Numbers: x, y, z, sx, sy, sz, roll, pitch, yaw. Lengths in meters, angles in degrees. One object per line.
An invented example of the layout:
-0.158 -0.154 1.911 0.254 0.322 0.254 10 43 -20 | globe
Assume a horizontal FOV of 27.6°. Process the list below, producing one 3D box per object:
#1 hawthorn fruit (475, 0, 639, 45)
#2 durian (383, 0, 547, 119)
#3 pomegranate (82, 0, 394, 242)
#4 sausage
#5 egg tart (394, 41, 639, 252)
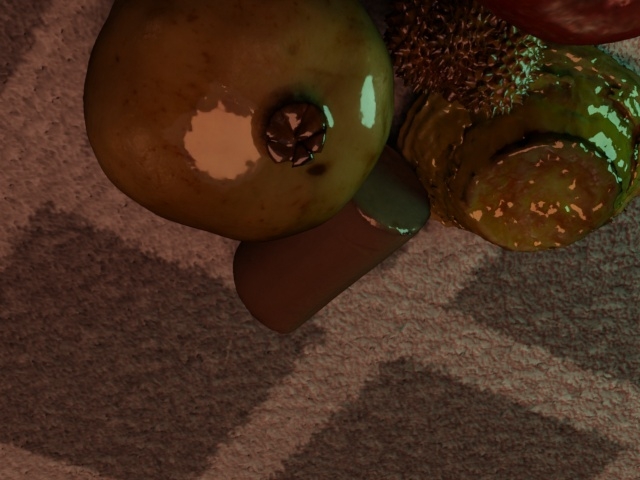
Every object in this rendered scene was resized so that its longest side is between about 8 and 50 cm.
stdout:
0.211 -0.303 1.092 0.284 0.284 0.284 -2 133 -2 | hawthorn fruit
0.138 -0.199 1.245 0.158 0.168 0.137 17 157 6 | durian
-0.078 -0.132 1.223 0.307 0.307 0.307 -2 133 -2 | pomegranate
0.000 0.000 1.418 0.123 0.123 0.253 24 139 -24 | sausage
0.225 -0.080 1.383 0.294 0.123 0.294 -1 132 -1 | egg tart
